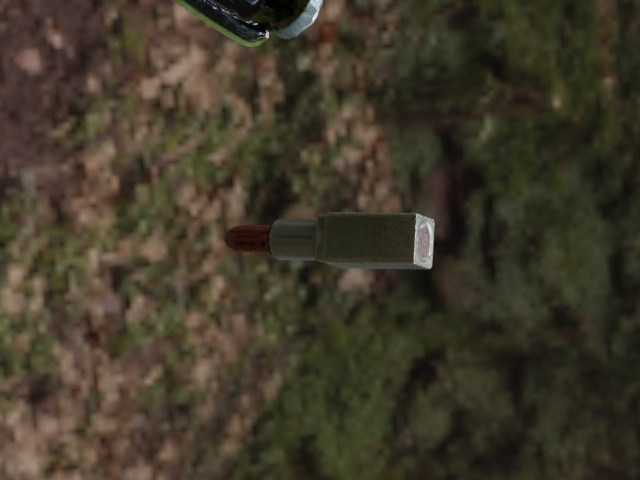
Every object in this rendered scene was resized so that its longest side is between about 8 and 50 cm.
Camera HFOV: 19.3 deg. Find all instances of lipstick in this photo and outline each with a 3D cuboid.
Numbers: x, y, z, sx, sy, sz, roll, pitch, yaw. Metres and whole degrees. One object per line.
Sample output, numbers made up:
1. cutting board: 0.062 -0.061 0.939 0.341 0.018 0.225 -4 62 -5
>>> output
1. lipstick: 0.000 0.000 1.089 0.030 0.129 0.030 16 76 -64

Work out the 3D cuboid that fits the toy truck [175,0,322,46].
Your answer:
1. toy truck: -0.010 -0.196 0.882 0.191 0.085 0.116 -48 -139 15
